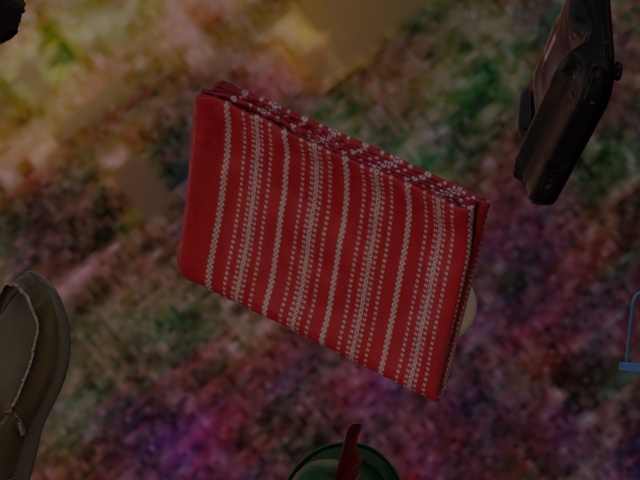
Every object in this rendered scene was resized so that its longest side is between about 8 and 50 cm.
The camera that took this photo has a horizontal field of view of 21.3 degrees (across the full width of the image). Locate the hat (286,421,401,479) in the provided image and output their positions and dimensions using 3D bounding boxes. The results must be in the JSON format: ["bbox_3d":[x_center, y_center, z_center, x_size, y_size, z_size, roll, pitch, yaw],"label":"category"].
[{"bbox_3d":[-0.015,0.290,1.897,0.173,0.183,0.208,17,85,32],"label":"hat"}]

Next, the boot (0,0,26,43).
[{"bbox_3d":[-0.375,-0.284,1.759,0.094,0.207,0.246,-31,33,-1],"label":"boot"}]

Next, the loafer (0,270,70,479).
[{"bbox_3d":[-0.316,0.152,1.676,0.087,0.251,0.094,7,9,-42],"label":"loafer"}]

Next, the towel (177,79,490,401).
[{"bbox_3d":[0.000,0.000,1.417,0.031,0.275,0.199,-33,-39,-50],"label":"towel"}]

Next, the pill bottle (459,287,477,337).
[{"bbox_3d":[0.109,0.061,1.563,0.067,0.067,0.120,-38,-4,1],"label":"pill bottle"}]

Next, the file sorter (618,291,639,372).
[{"bbox_3d":[0.481,0.124,2.122,0.118,0.104,0.170,9,-3,-45],"label":"file sorter"}]

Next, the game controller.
[{"bbox_3d":[0.274,-0.166,1.896,0.319,0.067,0.166,105,175,-66],"label":"game controller"}]
